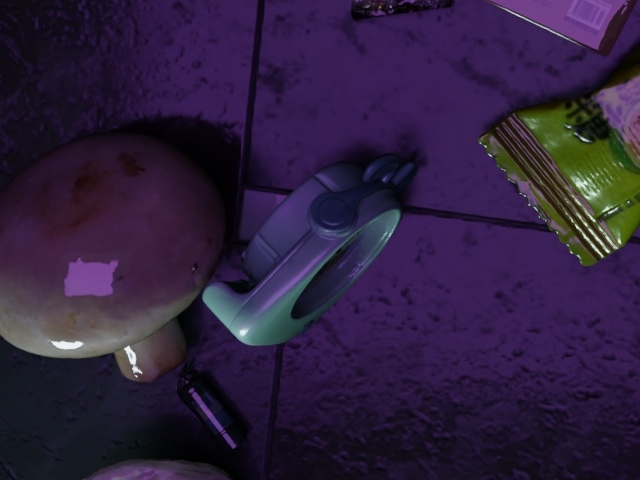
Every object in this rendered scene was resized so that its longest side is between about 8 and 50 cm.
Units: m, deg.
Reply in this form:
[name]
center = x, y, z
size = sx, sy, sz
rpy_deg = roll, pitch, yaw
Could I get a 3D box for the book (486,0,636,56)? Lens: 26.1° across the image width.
[book]
center = 0.205, -0.260, 1.065
size = 0.138, 0.016, 0.199
rpy_deg = 27, 103, 4

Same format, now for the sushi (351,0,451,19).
[sushi]
center = 0.061, -0.201, 1.084
size = 0.083, 0.044, 0.046
rpy_deg = -6, 100, 8

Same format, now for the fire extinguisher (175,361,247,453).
[fire extinguisher]
center = -0.099, 0.144, 1.182
size = 0.038, 0.025, 0.083
rpy_deg = -34, 94, 36

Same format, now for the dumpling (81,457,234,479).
[dumpling]
center = -0.124, 0.246, 1.164
size = 0.199, 0.118, 0.136
rpy_deg = 34, 94, -26

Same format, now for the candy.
[candy]
center = 0.262, -0.094, 1.060
size = 0.246, 0.069, 0.149
rpy_deg = -36, 90, 12

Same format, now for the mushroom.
[mushroom]
center = -0.163, 0.028, 1.100
size = 0.207, 0.207, 0.215
rpy_deg = -13, 128, 11

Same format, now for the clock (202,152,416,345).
[clock]
center = 0.001, 0.001, 1.083
size = 0.060, 0.148, 0.188
rpy_deg = 45, 97, 15
